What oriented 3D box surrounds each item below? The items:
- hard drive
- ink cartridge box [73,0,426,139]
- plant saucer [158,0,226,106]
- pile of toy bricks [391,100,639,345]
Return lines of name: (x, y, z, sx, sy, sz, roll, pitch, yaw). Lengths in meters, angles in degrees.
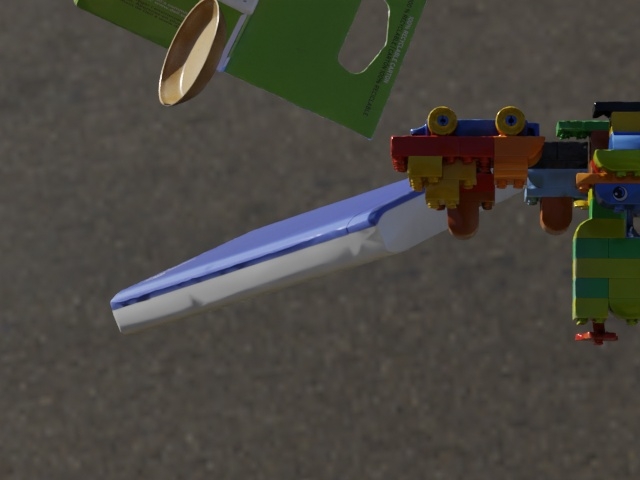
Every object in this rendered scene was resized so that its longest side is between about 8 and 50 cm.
hard drive: (0.000, 0.000, 1.662, 0.319, 0.040, 0.210, -18, 5, 43)
ink cartridge box: (-0.035, -0.222, 1.549, 0.255, 0.097, 0.188, 24, 60, -5)
plant saucer: (-0.087, -0.129, 1.394, 0.015, 0.083, 0.083, 23, 12, -24)
pile of toy bricks: (0.140, -0.003, 0.933, 0.212, 0.105, 0.118, 1, -8, 5)
